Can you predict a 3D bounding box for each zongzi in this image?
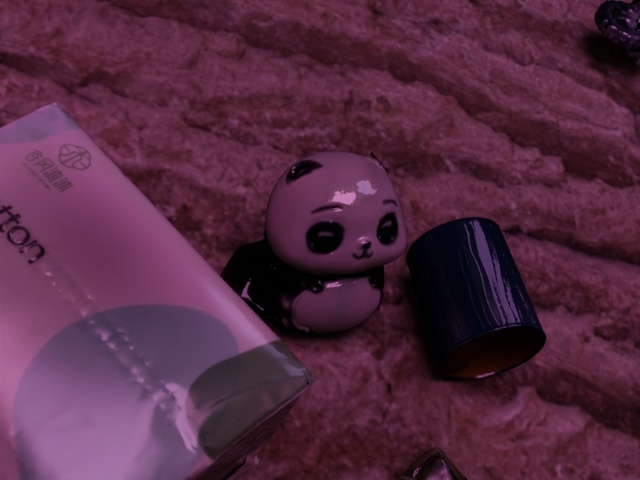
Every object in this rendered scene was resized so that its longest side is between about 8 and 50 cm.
[{"bbox_3d":[0.102,0.269,1.058,0.119,0.055,0.109,-37,78,-24],"label":"zongzi"}]

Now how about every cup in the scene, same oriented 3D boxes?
[{"bbox_3d":[0.163,0.066,1.194,0.114,0.150,0.138,-20,60,7],"label":"cup"}]

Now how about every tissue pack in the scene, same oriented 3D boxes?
[{"bbox_3d":[-0.224,0.096,0.951,0.356,0.194,0.266,46,55,12],"label":"tissue pack"}]

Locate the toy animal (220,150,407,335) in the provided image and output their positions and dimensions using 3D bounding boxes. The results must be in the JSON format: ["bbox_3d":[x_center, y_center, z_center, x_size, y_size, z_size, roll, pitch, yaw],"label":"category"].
[{"bbox_3d":[0.000,0.000,1.124,0.166,0.179,0.138,-5,46,-33],"label":"toy animal"}]

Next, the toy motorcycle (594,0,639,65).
[{"bbox_3d":[0.496,-0.304,1.564,0.159,0.106,0.270,43,49,17],"label":"toy motorcycle"}]
